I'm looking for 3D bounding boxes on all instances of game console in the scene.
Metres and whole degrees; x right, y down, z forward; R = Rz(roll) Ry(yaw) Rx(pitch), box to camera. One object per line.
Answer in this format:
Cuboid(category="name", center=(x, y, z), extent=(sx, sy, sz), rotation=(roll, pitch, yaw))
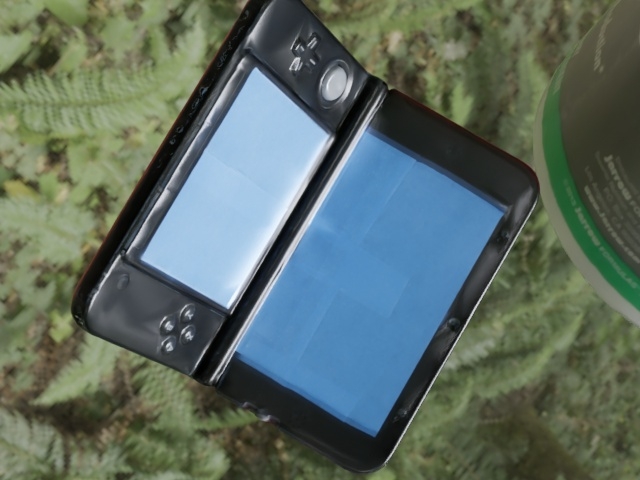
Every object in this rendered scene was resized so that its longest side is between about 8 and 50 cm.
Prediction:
Cuboid(category="game console", center=(0.000, 0.000, 0.427), extent=(0.144, 0.085, 0.124), rotation=(-60, 146, -4))

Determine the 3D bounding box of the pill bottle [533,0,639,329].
Cuboid(category="pill bottle", center=(0.259, -0.098, 0.469), extent=(0.204, 0.204, 0.361), rotation=(-39, 174, -32))
